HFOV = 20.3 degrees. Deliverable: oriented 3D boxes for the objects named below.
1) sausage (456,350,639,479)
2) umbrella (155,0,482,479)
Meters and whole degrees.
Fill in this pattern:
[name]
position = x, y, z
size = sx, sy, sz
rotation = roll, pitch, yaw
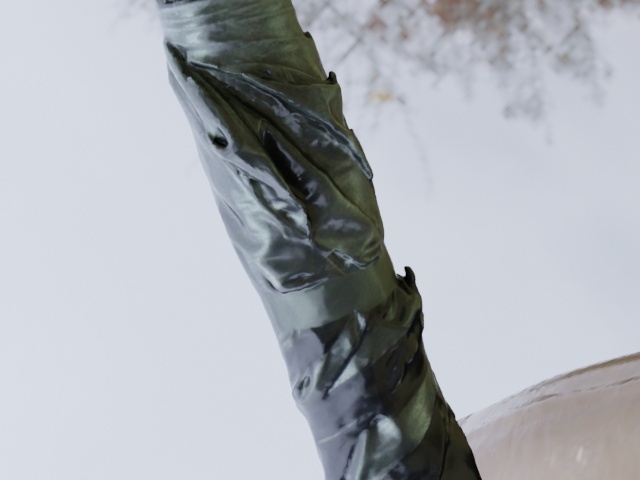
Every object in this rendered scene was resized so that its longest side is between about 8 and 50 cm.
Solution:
[sausage]
position = 0.115, 0.107, 0.648
size = 0.134, 0.116, 0.354
rotation = 46, 156, -3
[umbrella]
position = 0.000, 0.000, 0.456
size = 0.050, 0.046, 0.188
rotation = -140, 29, -69
